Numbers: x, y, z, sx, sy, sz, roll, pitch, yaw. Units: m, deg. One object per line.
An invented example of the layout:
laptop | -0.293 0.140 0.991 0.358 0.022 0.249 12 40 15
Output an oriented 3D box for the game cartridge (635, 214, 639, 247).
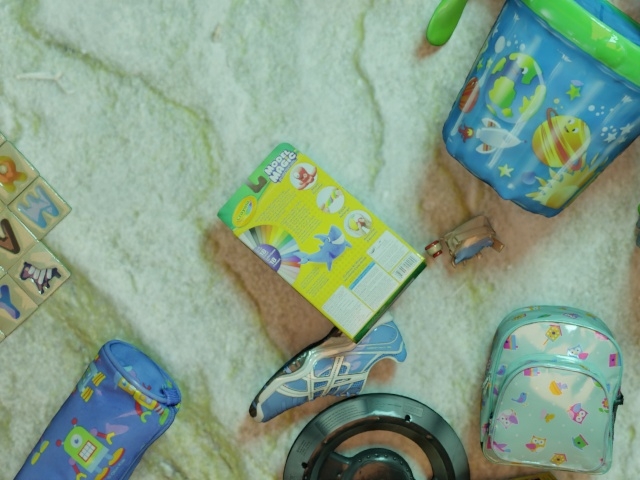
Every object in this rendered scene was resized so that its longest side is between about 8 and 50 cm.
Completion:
game cartridge | 0.435 -0.114 1.628 0.062 0.198 0.297 16 99 -8

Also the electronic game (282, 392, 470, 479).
electronic game | 0.068 0.295 1.777 0.229 0.048 0.229 -1 102 -5

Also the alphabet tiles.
alphabet tiles | -0.479 -0.026 1.777 0.285 0.011 0.342 -42 94 8

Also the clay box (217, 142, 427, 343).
clay box | 0.000 0.000 1.709 0.222 0.053 0.127 42 88 14

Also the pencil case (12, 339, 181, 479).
pencil case | -0.283 0.271 1.753 0.133 0.119 0.306 36 98 15

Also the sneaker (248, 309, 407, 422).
sneaker | 0.008 0.160 1.745 0.211 0.080 0.081 -35 92 8

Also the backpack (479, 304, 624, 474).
backpack | 0.270 0.173 1.706 0.166 0.144 0.188 7 95 7

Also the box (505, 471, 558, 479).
box | 0.176 0.342 1.744 0.232 0.058 0.087 -7 105 -11

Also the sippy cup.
sippy cup | 0.258 -0.157 1.628 0.240 0.305 0.224 23 112 -29

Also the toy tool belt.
toy tool belt | 0.171 0.009 1.731 0.083 0.052 0.051 -31 87 7
